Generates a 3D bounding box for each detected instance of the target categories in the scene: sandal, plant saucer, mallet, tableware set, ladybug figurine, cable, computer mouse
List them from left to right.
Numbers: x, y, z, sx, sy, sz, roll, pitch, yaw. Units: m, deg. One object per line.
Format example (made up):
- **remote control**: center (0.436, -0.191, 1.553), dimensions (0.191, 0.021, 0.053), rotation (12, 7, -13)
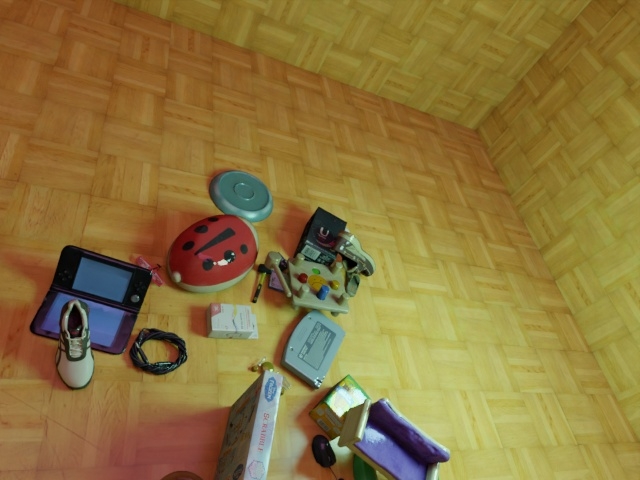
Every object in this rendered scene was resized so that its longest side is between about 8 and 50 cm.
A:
- **cable**: center (-0.538, 0.375, 1.568), dimensions (0.184, 0.047, 0.150), rotation (26, 44, -13)
- **ladybug figurine**: center (-0.411, 0.033, 1.862), dimensions (0.305, 0.162, 0.449), rotation (41, 43, 4)
- **plant saucer**: center (-0.363, -0.221, 2.201), dimensions (0.317, 0.044, 0.317), rotation (18, 46, -20)
- **mallet**: center (-0.238, 0.178, 1.935), dimensions (0.062, 0.039, 0.190), rotation (5, 51, 0)
- **tableware set**: center (-0.187, 0.509, 1.700), dimensions (0.154, 0.024, 0.104), rotation (45, 47, 7)
- **computer mouse**: center (0.042, 0.781, 1.598), dimensions (0.071, 0.041, 0.242), rotation (-12, 62, -40)
- **sandal**: center (0.157, 0.186, 2.179), dimensions (0.072, 0.049, 0.180), rotation (27, 39, -11)

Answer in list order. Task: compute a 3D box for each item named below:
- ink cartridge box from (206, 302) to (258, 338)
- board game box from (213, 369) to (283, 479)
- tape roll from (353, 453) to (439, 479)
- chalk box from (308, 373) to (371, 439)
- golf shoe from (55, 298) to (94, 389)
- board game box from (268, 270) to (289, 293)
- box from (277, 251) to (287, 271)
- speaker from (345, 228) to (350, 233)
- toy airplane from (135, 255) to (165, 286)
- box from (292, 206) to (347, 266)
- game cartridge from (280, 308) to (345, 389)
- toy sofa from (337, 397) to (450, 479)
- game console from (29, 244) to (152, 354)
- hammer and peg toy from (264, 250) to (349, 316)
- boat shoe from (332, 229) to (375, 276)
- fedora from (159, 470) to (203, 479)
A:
- **ink cartridge box**: center (-0.322, 0.304, 1.754), dimensions (0.198, 0.067, 0.115), rotation (8, 49, -28)
- **board game box**: center (-0.223, 0.596, 1.384), dimensions (0.066, 0.319, 0.318), rotation (23, 45, -15)
- **tape roll**: center (0.274, 0.835, 1.676), dimensions (0.321, 0.077, 0.321), rotation (18, 45, -19)
- **chalk box**: center (0.087, 0.597, 1.719), dimensions (0.132, 0.132, 0.213), rotation (46, 44, 9)
- **golf shoe**: center (-0.744, 0.311, 1.404), dimensions (0.105, 0.120, 0.273), rotation (-5, 78, -26)
- **board game box**: center (-0.174, 0.177, 1.994), dimensions (0.090, 0.020, 0.090), rotation (21, 44, -16)
- **box**: center (-0.183, 0.097, 2.059), dimensions (0.083, 0.018, 0.067), rotation (47, 44, 11)
- **speaker**: center (0.108, 0.002, 2.306), dimensions (0.055, 0.055, 0.136), rotation (28, 44, -9)
- **toy airplane**: center (-0.648, 0.129, 1.722), dimensions (0.151, 0.028, 0.151), rotation (17, 45, -18)
- **box**: center (0.000, 0.000, 2.171), dimensions (0.165, 0.143, 0.270), rotation (29, 43, -10)
- **game cartridge**: center (-0.031, 0.418, 1.857), dimensions (0.198, 0.062, 0.297), rotation (33, 43, 2)
- **toy sofa**: center (0.251, 0.696, 1.554), dimensions (0.362, 0.177, 0.150), rotation (42, 42, -11)
- **game console**: center (-0.735, 0.192, 1.516), dimensions (0.293, 0.250, 0.173), rotation (20, 19, -18)
- **hammer and peg toy**: center (-0.062, 0.182, 1.937), dimensions (0.361, 0.127, 0.266), rotation (13, 38, -22)
- **boat shoe**: center (0.145, 0.089, 2.104), dimensions (0.123, 0.342, 0.123), rotation (21, 70, 34)
- **fedora**: center (-0.402, 0.753, 1.305), dimensions (0.194, 0.079, 0.194), rotation (21, 39, -18)
